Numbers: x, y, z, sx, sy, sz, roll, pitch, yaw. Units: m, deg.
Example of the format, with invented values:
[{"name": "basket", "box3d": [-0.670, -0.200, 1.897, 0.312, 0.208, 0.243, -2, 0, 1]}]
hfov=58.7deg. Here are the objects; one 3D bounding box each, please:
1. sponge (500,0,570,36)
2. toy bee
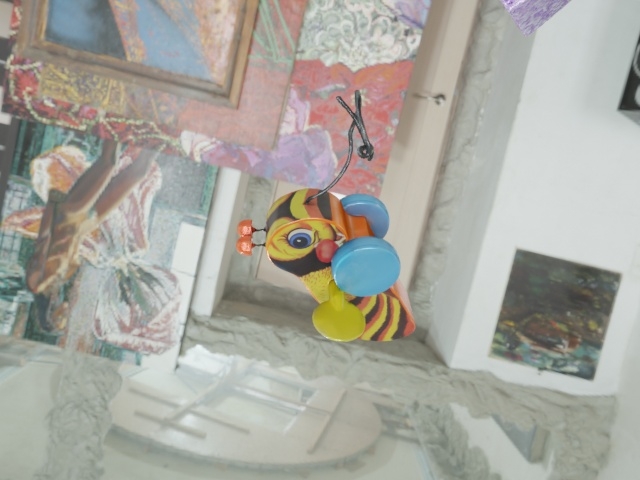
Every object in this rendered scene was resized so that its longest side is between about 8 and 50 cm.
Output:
[{"name": "sponge", "box3d": [0.310, -0.341, 0.770, 0.031, 0.117, 0.210, 54, -154, 6]}, {"name": "toy bee", "box3d": [0.000, 0.000, 0.615, 0.162, 0.299, 0.195, -13, -161, 8]}]
